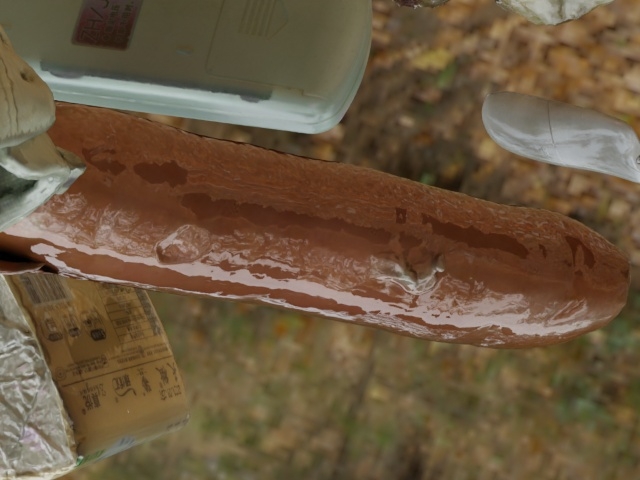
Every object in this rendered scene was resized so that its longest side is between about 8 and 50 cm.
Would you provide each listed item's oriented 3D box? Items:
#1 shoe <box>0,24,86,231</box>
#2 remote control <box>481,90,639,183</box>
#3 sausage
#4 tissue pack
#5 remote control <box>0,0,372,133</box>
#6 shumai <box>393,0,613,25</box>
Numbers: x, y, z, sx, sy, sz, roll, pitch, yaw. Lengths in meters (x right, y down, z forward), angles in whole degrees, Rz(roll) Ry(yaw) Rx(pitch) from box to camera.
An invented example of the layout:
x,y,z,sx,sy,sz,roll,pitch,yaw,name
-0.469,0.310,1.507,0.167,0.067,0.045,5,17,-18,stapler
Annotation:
x,y,z,sx,sy,sz,roll,pitch,yaw,name
-0.189,-0.078,0.751,0.210,0.342,0.132,29,139,-22,shoe
0.232,-0.099,1.848,0.229,0.044,0.073,23,143,53,remote control
0.000,0.000,1.025,0.419,0.094,0.094,11,-142,-34,sausage
-0.201,0.088,1.494,0.090,0.186,0.222,-23,177,18,tissue pack
-0.111,-0.155,1.347,0.296,0.140,0.056,8,153,10,remote control
0.087,-0.137,0.845,0.139,0.105,0.123,-9,166,-7,shumai
